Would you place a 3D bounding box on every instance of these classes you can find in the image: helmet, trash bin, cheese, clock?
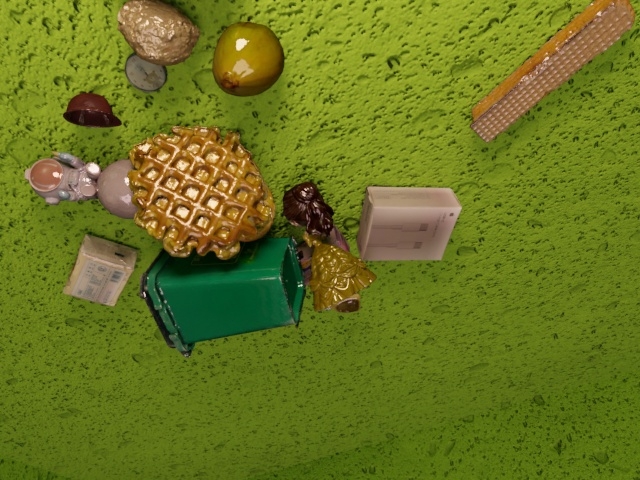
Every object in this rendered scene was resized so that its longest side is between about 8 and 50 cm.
[{"bbox_3d":[-0.487,-0.284,0.913,0.111,0.057,0.089,-1,169,-14],"label":"helmet"},{"bbox_3d":[-0.244,0.141,1.152,0.381,0.259,0.295,-6,120,11],"label":"trash bin"},{"bbox_3d":[0.058,0.222,1.481,0.162,0.036,0.086,-7,133,-2],"label":"cheese"},{"bbox_3d":[-0.365,-0.352,0.891,0.085,0.017,0.085,-4,133,-4],"label":"clock"}]

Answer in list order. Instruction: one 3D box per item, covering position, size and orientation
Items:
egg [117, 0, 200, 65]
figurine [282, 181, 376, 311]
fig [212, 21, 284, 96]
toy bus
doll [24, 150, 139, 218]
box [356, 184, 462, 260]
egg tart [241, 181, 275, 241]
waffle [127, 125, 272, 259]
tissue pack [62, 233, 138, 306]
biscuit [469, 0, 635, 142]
[{"bbox_3d":[-0.303,-0.390,0.796,0.140,0.116,0.118,19,101,-29],"label":"egg"},{"bbox_3d":[-0.001,0.001,1.123,0.187,0.168,0.315,-26,91,-2],"label":"figurine"},{"bbox_3d":[-0.146,-0.358,0.852,0.136,0.121,0.153,37,96,-28],"label":"fig"},{"bbox_3d":[-0.038,0.065,1.282,0.274,0.090,0.112,-31,132,20],"label":"toy bus"},{"bbox_3d":[-0.535,-0.132,1.003,0.287,0.151,0.151,7,132,-5],"label":"doll"},{"bbox_3d":[0.241,-0.045,1.210,0.252,0.106,0.203,0,132,-9],"label":"box"},{"bbox_3d":[-0.202,-0.086,1.085,0.191,0.191,0.074,33,152,-33],"label":"egg tart"},{"bbox_3d":[-0.272,-0.109,0.963,0.302,0.325,0.068,-19,175,-20],"label":"waffle"},{"bbox_3d":[-0.631,0.090,1.222,0.148,0.092,0.196,23,125,-27],"label":"tissue pack"},{"bbox_3d":[0.507,-0.379,0.961,0.094,0.054,0.379,29,123,-32],"label":"biscuit"}]
